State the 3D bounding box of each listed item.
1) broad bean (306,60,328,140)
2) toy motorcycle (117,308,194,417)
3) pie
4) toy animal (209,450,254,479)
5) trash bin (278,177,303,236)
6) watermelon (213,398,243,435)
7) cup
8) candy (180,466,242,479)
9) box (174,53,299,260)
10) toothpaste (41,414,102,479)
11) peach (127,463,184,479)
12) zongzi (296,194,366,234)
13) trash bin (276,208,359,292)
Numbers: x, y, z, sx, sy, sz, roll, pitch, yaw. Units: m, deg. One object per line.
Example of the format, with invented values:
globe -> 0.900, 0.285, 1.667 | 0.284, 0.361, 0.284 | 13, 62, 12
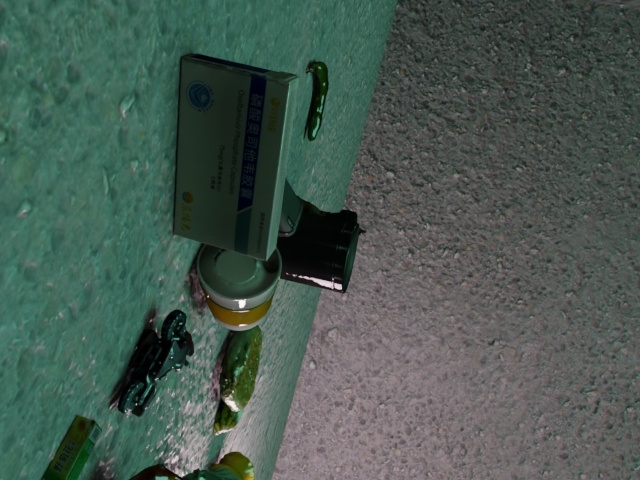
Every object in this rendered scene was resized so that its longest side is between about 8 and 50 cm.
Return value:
broad bean -> -0.013, -0.478, 1.975 | 0.291, 0.050, 0.144 | 92, 22, -48
toy motorcycle -> -0.313, 0.238, 1.145 | 0.213, 0.082, 0.122 | -62, 156, -24
pie -> -0.240, 0.379, 1.805 | 0.277, 0.079, 0.276 | 11, 90, -83
toy animal -> -0.294, 0.783, 1.958 | 0.230, 0.156, 0.155 | -50, 154, -78
trash bin -> -0.141, -0.091, 1.370 | 0.236, 0.177, 0.101 | 66, 40, -72
watermelon -> -0.292, 0.521, 1.860 | 0.069, 0.087, 0.163 | 44, 49, -36
cup -> -0.195, 0.078, 1.402 | 0.226, 0.186, 0.241 | 101, -23, -56
candy -> -0.353, 0.734, 1.459 | 0.397, 0.172, 0.263 | -60, 164, -13
box -> -0.160, -0.145, 1.080 | 0.065, 0.200, 0.343 | -54, 157, -60
toothpaste -> -0.402, 0.365, 0.924 | 0.043, 0.037, 0.178 | 98, 11, -55
peach -> -0.352, 0.586, 1.108 | 0.258, 0.201, 0.361 | 5, 85, -51
zongzi -> 0.000, 0.000, 1.985 | 0.286, 0.300, 0.138 | 91, 17, -55
trash bin -> -0.059, 0.017, 1.656 | 0.203, 0.302, 0.251 | 24, 77, -80
